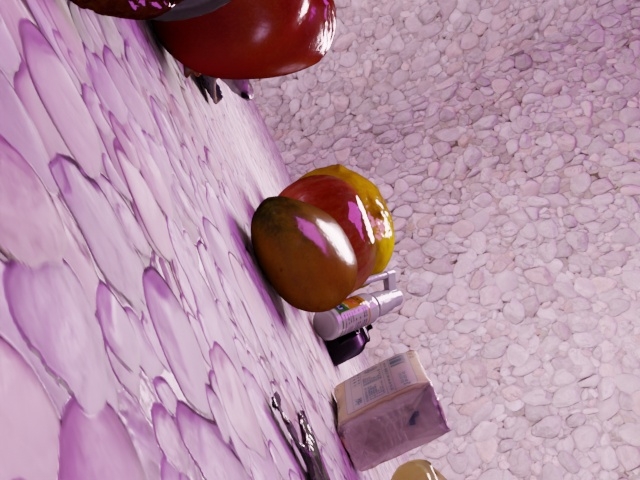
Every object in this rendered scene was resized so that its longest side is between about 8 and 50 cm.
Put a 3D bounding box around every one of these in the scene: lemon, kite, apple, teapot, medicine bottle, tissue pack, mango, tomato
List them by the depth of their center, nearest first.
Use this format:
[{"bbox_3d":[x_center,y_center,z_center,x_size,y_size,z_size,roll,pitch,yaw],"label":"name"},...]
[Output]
[{"bbox_3d":[0.012,0.249,0.754,0.323,0.013,0.268,-110,176,-77],"label":"kite"},{"bbox_3d":[-0.118,-0.343,1.125,0.299,0.226,0.299,54,26,-41],"label":"tomato"},{"bbox_3d":[-0.022,0.021,1.143,0.152,0.120,0.221,63,7,18],"label":"mango"},{"bbox_3d":[0.098,0.244,1.237,0.196,0.148,0.092,-85,150,-84],"label":"tissue pack"},{"bbox_3d":[0.000,0.000,1.412,0.209,0.164,0.210,158,-90,-80],"label":"apple"},{"bbox_3d":[0.075,0.115,1.579,0.220,0.061,0.092,-15,100,-49],"label":"medicine bottle"},{"bbox_3d":[0.058,0.187,1.663,0.177,0.096,0.087,59,6,-81],"label":"teapot"},{"bbox_3d":[0.033,-0.025,1.696,0.233,0.233,0.288,64,9,-53],"label":"lemon"}]

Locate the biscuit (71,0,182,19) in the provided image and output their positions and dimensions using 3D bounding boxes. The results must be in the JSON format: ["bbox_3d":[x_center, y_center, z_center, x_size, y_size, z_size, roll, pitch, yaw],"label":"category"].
[{"bbox_3d":[-0.139,-0.255,0.614,0.049,0.192,0.192,17,-34,38],"label":"biscuit"}]

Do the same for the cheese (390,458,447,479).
[{"bbox_3d":[0.219,0.539,1.431,0.316,0.128,0.260,58,13,-27],"label":"cheese"}]

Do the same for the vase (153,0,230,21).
[{"bbox_3d":[-0.147,-0.362,0.809,0.245,0.245,0.291,64,7,-49],"label":"vase"}]

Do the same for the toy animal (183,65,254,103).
[{"bbox_3d":[-0.189,-0.364,1.342,0.284,0.225,0.302,45,21,-21],"label":"toy animal"}]
